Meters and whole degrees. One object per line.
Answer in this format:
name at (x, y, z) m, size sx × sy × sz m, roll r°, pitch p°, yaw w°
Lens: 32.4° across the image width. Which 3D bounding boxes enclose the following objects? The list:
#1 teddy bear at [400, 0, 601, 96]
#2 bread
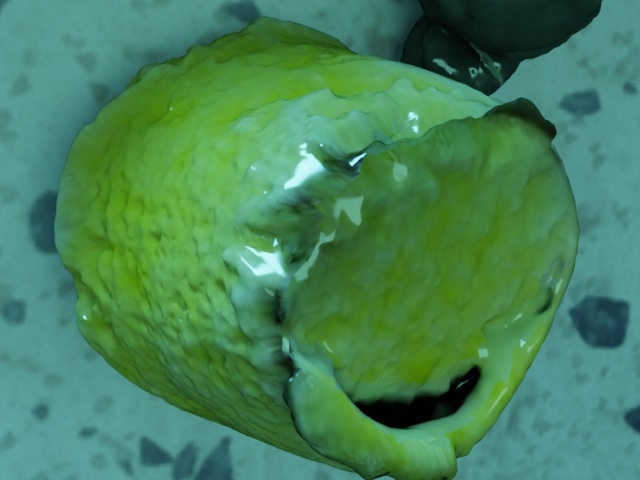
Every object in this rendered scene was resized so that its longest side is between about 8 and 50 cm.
teddy bear at (0.112, -0.187, 0.486) m, size 0.251 × 0.171 × 0.144 m, roll -44°, pitch 90°, yaw -1°
bread at (0.000, 0.003, 0.478) m, size 0.197 × 0.170 × 0.197 m, roll -7°, pitch 103°, yaw -33°
